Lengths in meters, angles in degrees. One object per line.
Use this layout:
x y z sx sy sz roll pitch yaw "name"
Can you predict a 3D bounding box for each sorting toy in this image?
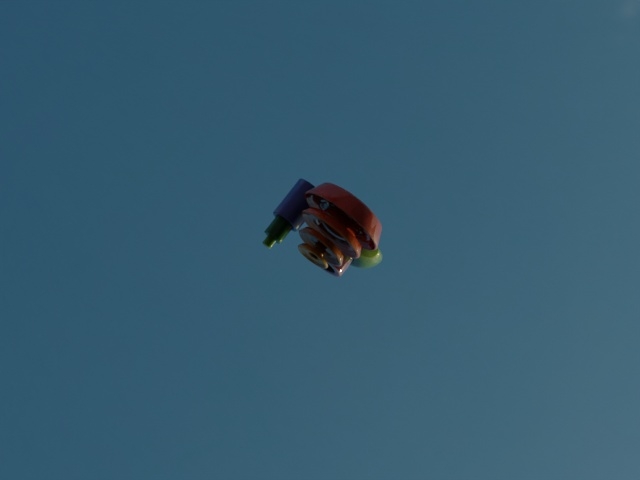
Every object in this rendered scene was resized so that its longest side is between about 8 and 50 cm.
0.000 0.000 0.989 0.061 0.102 0.042 37 -103 9 "sorting toy"
